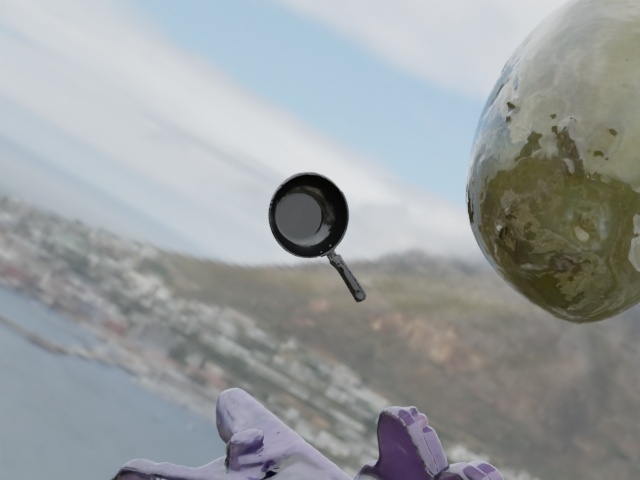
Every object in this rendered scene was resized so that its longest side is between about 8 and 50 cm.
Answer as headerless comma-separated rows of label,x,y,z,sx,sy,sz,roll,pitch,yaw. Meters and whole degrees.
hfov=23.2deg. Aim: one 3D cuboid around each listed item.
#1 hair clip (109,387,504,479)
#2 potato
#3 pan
hair clip,0.020,0.146,0.851,0.278,0.137,0.090,12,29,26
potato,0.159,-0.048,0.842,0.160,0.178,0.235,-1,26,31
pan,0.000,0.000,1.233,0.115,0.068,0.023,59,-20,-10
